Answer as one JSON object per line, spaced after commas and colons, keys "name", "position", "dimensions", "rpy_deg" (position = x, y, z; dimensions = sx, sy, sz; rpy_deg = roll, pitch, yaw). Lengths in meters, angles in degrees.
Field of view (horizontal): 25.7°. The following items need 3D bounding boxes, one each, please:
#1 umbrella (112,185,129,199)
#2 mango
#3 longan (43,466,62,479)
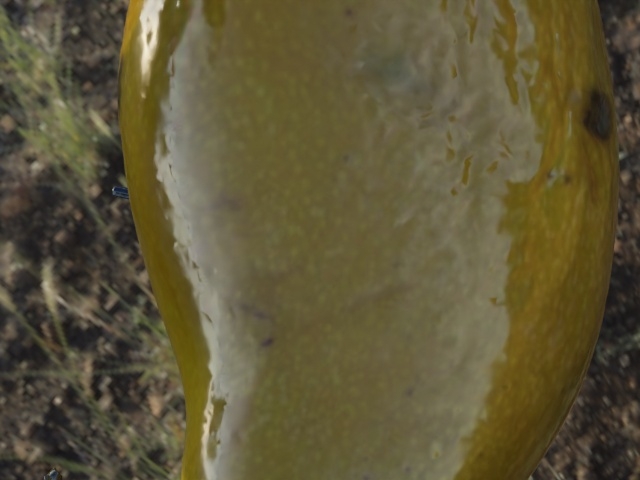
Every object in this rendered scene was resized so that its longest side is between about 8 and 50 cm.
{"name": "umbrella", "position": [0.000, 0.004, 0.891], "dimensions": [0.269, 0.044, 0.044], "rpy_deg": [10, 44, -3]}
{"name": "mango", "position": [0.013, -0.017, 0.438], "dimensions": [0.109, 0.157, 0.262], "rpy_deg": [-175, 92, -74]}
{"name": "longan", "position": [-0.294, 0.314, 1.407], "dimensions": [0.145, 0.154, 0.176], "rpy_deg": [18, 71, 15]}
